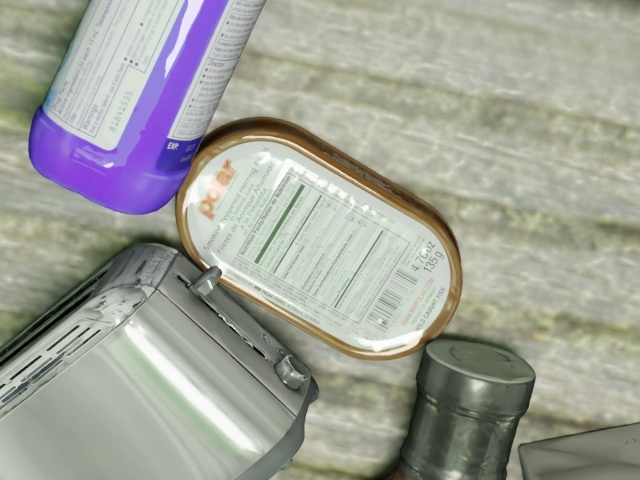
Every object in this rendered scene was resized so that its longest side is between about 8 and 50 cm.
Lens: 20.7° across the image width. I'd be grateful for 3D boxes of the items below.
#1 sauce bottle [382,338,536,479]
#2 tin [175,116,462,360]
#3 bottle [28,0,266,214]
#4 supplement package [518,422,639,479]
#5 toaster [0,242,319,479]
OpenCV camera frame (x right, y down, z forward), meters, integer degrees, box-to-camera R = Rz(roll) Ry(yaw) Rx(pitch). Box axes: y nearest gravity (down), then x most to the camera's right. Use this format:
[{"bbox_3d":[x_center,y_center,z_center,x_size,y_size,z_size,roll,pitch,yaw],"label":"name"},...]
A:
[{"bbox_3d":[0.057,0.231,1.097,0.111,0.111,0.344,11,104,-4],"label":"sauce bottle"},{"bbox_3d":[0.000,0.000,1.070,0.190,0.040,0.106,30,99,-9],"label":"tin"},{"bbox_3d":[-0.070,-0.156,0.982,0.092,0.118,0.282,26,104,-1],"label":"bottle"},{"bbox_3d":[0.237,0.273,1.072,0.178,0.175,0.292,-11,103,2],"label":"supplement package"},{"bbox_3d":[-0.123,0.108,1.050,0.227,0.129,0.146,-37,99,19],"label":"toaster"}]
